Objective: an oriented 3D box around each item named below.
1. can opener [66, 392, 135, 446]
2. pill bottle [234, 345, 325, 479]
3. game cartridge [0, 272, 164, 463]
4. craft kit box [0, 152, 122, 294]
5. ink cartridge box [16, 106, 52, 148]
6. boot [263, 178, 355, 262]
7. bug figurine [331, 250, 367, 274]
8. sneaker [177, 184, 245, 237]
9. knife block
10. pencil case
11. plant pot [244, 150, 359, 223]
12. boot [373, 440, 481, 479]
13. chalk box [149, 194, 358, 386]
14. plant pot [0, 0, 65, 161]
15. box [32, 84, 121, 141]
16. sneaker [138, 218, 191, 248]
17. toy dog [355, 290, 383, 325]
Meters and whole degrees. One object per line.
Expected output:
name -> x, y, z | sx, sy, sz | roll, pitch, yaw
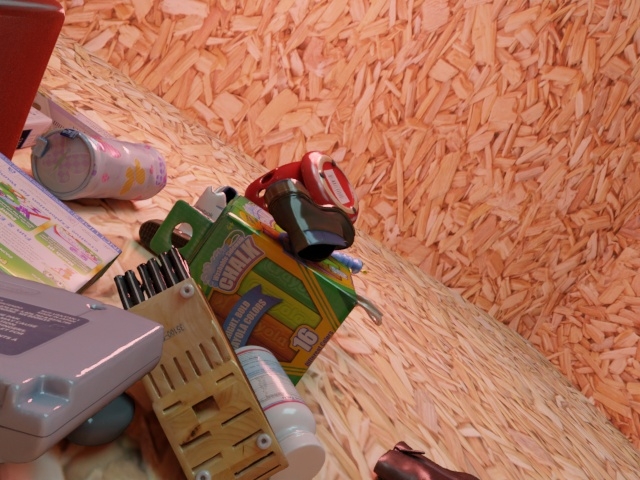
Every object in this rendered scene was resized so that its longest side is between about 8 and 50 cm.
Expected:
can opener -> -0.227, 0.136, 0.497 | 0.093, 0.074, 0.280 | 37, 10, 9
pill bottle -> -0.059, 0.199, 0.732 | 0.087, 0.087, 0.160 | 27, 13, -40
game cartridge -> -0.275, 0.063, 0.458 | 0.294, 0.060, 0.196 | 13, 12, 7
craft kit box -> -0.369, -0.019, 0.734 | 0.250, 0.061, 0.246 | 41, 6, -9
ink cartridge box -> -0.632, -0.269, 1.074 | 0.333, 0.065, 0.165 | 35, 10, -9
boot -> 0.000, 0.000, 0.942 | 0.219, 0.082, 0.106 | 30, 32, -54
bug figurine -> -0.027, 0.022, 1.498 | 0.216, 0.072, 0.279 | 22, -4, -28
sneaker -> -0.187, -0.047, 1.329 | 0.111, 0.129, 0.297 | 29, 7, 6
knife block -> -0.138, 0.135, 0.717 | 0.275, 0.088, 0.242 | 60, -9, 9
pencil case -> -0.376, -0.126, 1.123 | 0.124, 0.113, 0.273 | 18, 6, 13
plant pot -> -0.029, -0.073, 1.299 | 0.191, 0.174, 0.191 | 43, 31, -34
boot -> 0.154, 0.353, 0.824 | 0.207, 0.090, 0.248 | 26, 7, 21
chalk box -> -0.115, 0.055, 0.961 | 0.289, 0.180, 0.179 | 33, 10, -8
plant pot -> -0.541, -0.252, 0.811 | 0.267, 0.267, 0.236 | 38, 24, 13
box -> -0.534, -0.250, 1.308 | 0.324, 0.063, 0.067 | 36, 11, 0
sneaker -> -0.216, 0.022, 1.097 | 0.188, 0.066, 0.071 | 37, 9, 3
toy dog -> -0.038, 0.103, 1.211 | 0.220, 0.161, 0.333 | 39, -5, 33
